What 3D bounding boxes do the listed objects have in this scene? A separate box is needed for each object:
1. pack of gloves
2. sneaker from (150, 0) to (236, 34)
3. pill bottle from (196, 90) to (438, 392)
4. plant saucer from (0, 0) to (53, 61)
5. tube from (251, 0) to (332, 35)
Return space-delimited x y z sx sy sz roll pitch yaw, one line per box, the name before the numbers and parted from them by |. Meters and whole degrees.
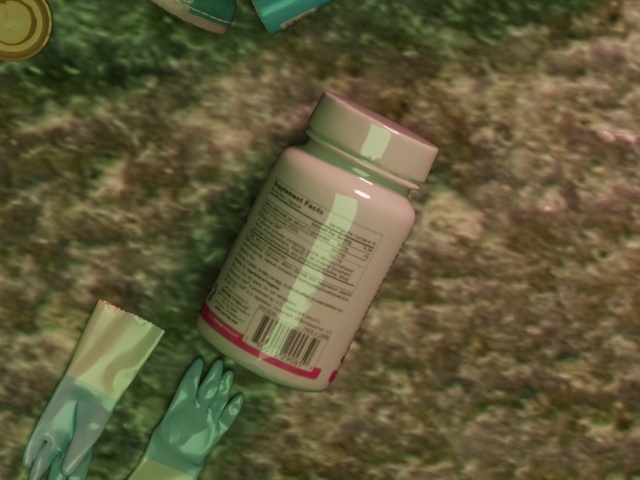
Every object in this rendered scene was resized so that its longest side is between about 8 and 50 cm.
pack of gloves | -0.205 0.210 1.702 0.195 0.046 0.232 26 98 -9
sneaker | -0.187 -0.335 1.561 0.302 0.108 0.121 40 100 -10
pill bottle | 0.000 0.000 1.619 0.160 0.160 0.283 26 98 -10
plant saucer | -0.321 -0.228 1.620 0.083 0.013 0.084 -1 101 -5
tube | 0.028 -0.281 1.612 0.207 0.080 0.052 -26 120 4
